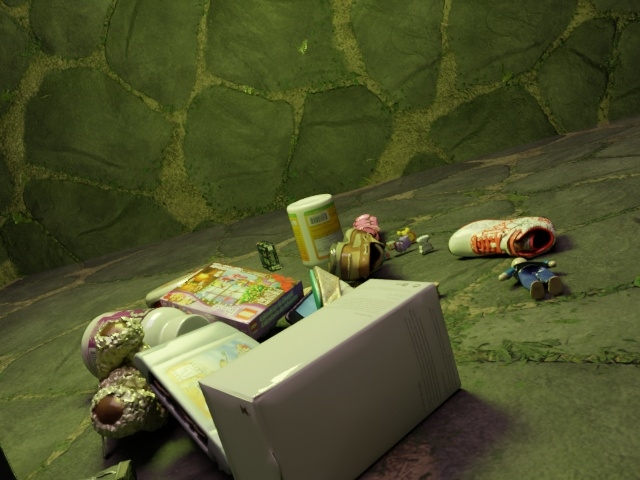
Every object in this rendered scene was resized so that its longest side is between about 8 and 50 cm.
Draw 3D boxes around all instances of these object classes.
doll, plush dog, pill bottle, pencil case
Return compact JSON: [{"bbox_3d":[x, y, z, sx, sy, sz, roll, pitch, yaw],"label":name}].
[{"bbox_3d":[0.454,0.073,1.282,0.129,0.046,0.189,-14,13,6],"label":"doll"},{"bbox_3d":[-0.306,0.288,1.131,0.226,0.210,0.262,-5,38,-14],"label":"plush dog"},{"bbox_3d":[0.000,0.000,1.713,0.137,0.245,0.136,-15,13,4],"label":"pill bottle"},{"bbox_3d":[-0.393,0.240,1.360,0.302,0.169,0.169,-8,15,32],"label":"pill bottle"},{"bbox_3d":[0.160,-0.032,2.008,0.098,0.095,0.209,-50,9,13],"label":"pencil case"}]

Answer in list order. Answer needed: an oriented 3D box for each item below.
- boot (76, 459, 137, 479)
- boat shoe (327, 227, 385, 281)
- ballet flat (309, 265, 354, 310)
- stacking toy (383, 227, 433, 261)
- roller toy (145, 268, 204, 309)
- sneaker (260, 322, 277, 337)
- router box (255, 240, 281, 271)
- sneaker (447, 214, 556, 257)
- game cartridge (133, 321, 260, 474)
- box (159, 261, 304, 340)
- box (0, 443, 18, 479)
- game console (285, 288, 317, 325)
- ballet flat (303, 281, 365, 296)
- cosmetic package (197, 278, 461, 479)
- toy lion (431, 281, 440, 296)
[{"bbox_3d":[-0.388,0.404,0.871,0.209,0.075,0.190,-12,-2,-9],"label":"boot"},{"bbox_3d":[0.111,0.045,1.564,0.120,0.122,0.324,3,14,15],"label":"boat shoe"},{"bbox_3d":[0.046,0.159,1.215,0.106,0.107,0.316,-9,36,-2],"label":"ballet flat"},{"bbox_3d":[0.213,0.030,1.773,0.221,0.052,0.167,-22,13,-9],"label":"stacking toy"},{"bbox_3d":[-0.379,0.180,1.653,0.210,0.146,0.191,-25,5,-11],"label":"roller toy"},{"bbox_3d":[-0.237,0.212,1.439,0.262,0.104,0.125,-15,15,8],"label":"sneaker"},{"bbox_3d":[-0.183,0.053,2.067,0.038,0.092,0.122,-21,13,-18],"label":"router box"},{"bbox_3d":[0.457,-0.002,1.497,0.270,0.090,0.145,-10,11,15],"label":"sneaker"},{"bbox_3d":[-0.159,0.247,1.003,0.198,0.062,0.297,-23,40,-36],"label":"game cartridge"},{"bbox_3d":[-0.214,0.140,1.425,0.294,0.057,0.201,9,32,34],"label":"box"},{"bbox_3d":[-0.728,0.381,1.011,0.294,0.211,0.396,-26,10,-33],"label":"box"},{"bbox_3d":[0.008,0.149,1.352,0.124,0.085,0.144,34,54,18],"label":"game console"},{"bbox_3d":[0.022,0.144,1.466,0.206,0.073,0.067,-15,10,13],"label":"ballet flat"},{"bbox_3d":[0.031,0.215,0.882,0.366,0.196,0.155,-24,15,-36],"label":"cosmetic package"},{"bbox_3d":[0.216,0.127,1.357,0.096,0.034,0.100,0,19,31],"label":"toy lion"}]
